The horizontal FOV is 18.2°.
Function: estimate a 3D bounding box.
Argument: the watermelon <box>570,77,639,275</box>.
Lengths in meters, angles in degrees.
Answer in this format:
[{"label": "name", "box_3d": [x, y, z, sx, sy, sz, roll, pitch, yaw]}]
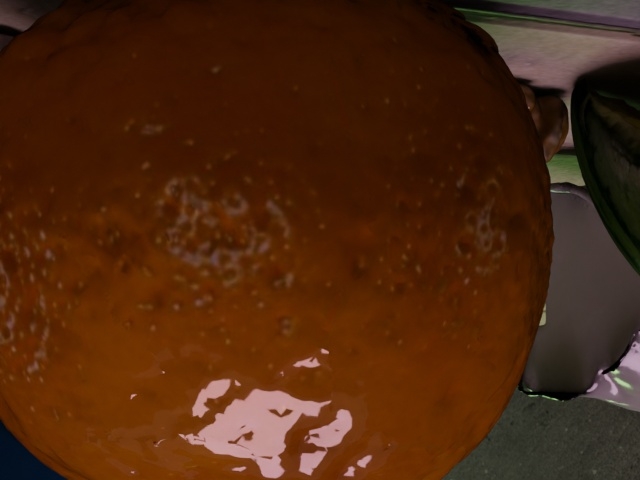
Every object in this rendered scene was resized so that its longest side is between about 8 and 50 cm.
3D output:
[{"label": "watermelon", "box_3d": [0.326, -0.016, 1.266, 0.330, 0.189, 0.331, 7, 172, 1]}]

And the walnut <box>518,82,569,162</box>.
[{"label": "walnut", "box_3d": [0.093, -0.061, 1.348, 0.143, 0.069, 0.170, 4, 169, -10]}]

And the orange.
[{"label": "orange", "box_3d": [-0.039, 0.012, 1.079, 0.340, 0.293, 0.340, 1, 169, 0]}]

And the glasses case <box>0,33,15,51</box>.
[{"label": "glasses case", "box_3d": [-0.184, -0.110, 1.206, 0.032, 0.021, 0.083, -1, 172, 28]}]

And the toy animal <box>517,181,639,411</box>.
[{"label": "toy animal", "box_3d": [0.332, 0.037, 1.593, 0.357, 0.194, 0.258, 0, -164, -31]}]

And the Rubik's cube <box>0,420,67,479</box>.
[{"label": "Rubik's cube", "box_3d": [-0.266, 0.096, 1.500, 0.352, 0.352, 0.347, 3, 172, -28]}]
